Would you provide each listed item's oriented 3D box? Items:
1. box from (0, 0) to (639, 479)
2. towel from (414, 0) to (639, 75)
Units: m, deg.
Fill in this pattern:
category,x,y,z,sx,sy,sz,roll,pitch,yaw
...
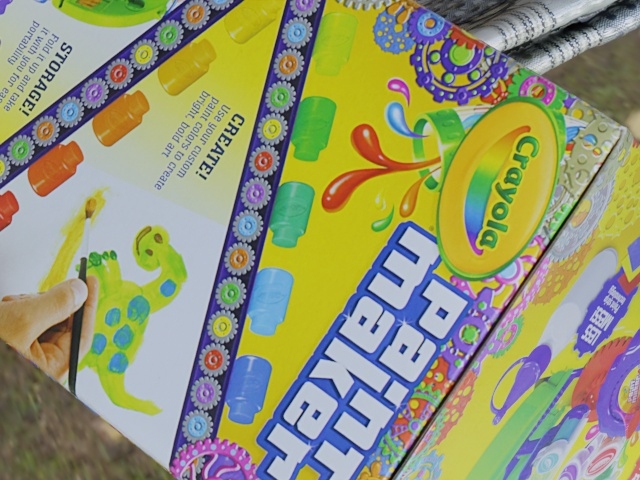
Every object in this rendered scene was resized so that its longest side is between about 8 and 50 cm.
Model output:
category,x,y,z,sx,sy,sz,roll,pitch,yaw
box,0.000,0.000,0.761,0.177,0.279,0.290,-56,154,2
towel,0.074,-0.145,1.303,0.324,0.312,0.056,-28,109,-22
